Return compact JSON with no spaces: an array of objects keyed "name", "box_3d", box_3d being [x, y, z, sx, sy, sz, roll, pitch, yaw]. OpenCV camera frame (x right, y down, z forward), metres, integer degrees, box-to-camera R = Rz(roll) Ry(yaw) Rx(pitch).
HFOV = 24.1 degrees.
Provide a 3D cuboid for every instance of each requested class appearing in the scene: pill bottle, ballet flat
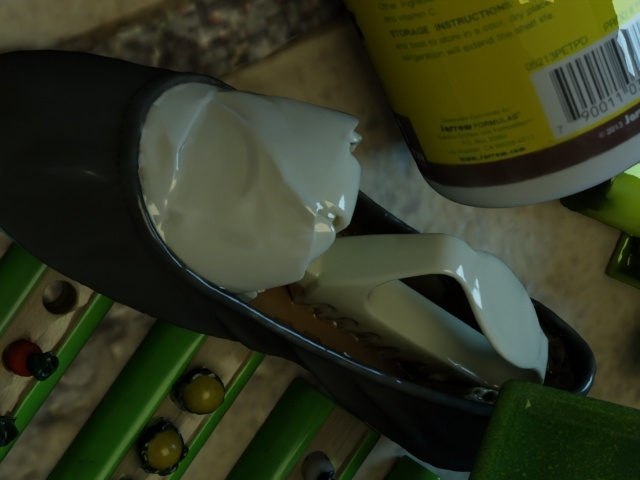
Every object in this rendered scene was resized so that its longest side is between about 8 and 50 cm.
[{"name":"pill bottle","box_3d":[0.054,-0.127,0.546,0.117,0.117,0.215,-33,114,-16]},{"name":"ballet flat","box_3d":[0.000,0.000,0.558,0.280,0.096,0.095,30,54,-32]}]

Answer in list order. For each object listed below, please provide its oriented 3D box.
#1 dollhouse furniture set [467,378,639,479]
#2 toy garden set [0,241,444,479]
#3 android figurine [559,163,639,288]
[{"name":"dollhouse furniture set","box_3d":[0.088,0.233,0.524,0.197,0.151,0.301,89,21,-54]},{"name":"toy garden set","box_3d":[-0.065,0.137,0.588,0.244,0.049,0.203,37,84,-29]},{"name":"android figurine","box_3d":[0.240,-0.029,0.701,0.273,0.056,0.248,22,91,-27]}]
